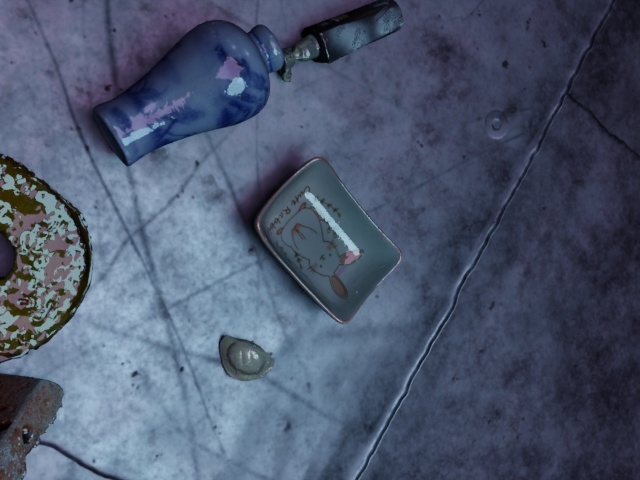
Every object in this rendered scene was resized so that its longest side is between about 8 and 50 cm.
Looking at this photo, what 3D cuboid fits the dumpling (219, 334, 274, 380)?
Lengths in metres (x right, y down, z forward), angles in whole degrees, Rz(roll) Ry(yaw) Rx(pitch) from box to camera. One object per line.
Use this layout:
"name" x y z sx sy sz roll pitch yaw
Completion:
"dumpling" -0.108 0.171 1.370 0.077 0.043 0.059 28 100 -28

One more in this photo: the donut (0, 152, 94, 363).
"donut" -0.419 0.016 1.178 0.272 0.107 0.272 -3 97 -28

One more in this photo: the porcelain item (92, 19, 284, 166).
"porcelain item" -0.171 -0.201 1.287 0.259 0.141 0.141 -31 105 -14

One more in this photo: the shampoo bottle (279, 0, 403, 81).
"shampoo bottle" 0.025 -0.297 1.423 0.208 0.057 0.063 -27 110 -22

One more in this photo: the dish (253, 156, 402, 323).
"dish" 0.000 0.000 1.402 0.151 0.077 0.212 -48 110 -20

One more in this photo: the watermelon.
"watermelon" -0.417 0.252 1.185 0.241 0.154 0.094 -50 147 -28
